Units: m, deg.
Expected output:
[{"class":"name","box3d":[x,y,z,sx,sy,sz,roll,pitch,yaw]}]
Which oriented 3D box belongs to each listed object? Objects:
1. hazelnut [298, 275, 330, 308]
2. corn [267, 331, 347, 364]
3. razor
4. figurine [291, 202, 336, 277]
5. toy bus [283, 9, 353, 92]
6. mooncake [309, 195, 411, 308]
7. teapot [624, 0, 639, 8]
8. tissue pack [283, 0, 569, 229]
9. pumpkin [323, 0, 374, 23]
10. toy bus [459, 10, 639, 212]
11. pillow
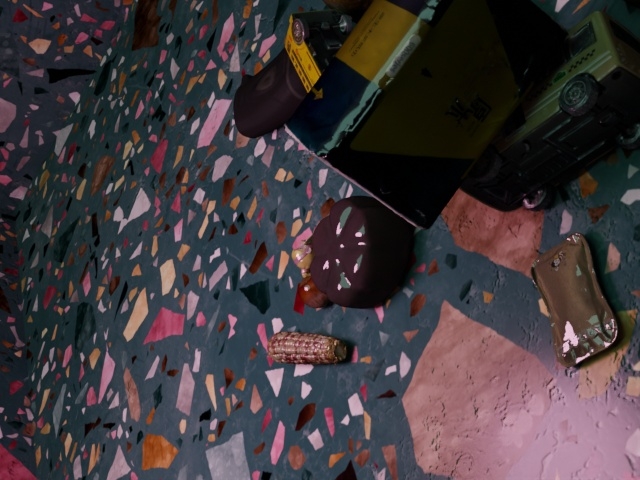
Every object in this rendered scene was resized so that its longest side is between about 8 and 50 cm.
[{"class":"hazelnut","box3d":[-0.008,0.115,2.125,0.086,0.086,0.086,-28,53,45]},{"class":"corn","box3d":[-0.030,0.240,2.087,0.237,0.079,0.080,-8,68,52]},{"class":"razor","box3d":[-0.097,-0.408,2.455,0.349,0.113,0.205,-30,50,46]},{"class":"figurine","box3d":[0.000,0.000,2.180,0.187,0.083,0.083,-57,35,-1]},{"class":"toy bus","box3d":[0.035,-0.387,2.193,0.330,0.144,0.152,65,151,26]},{"class":"mooncake","box3d":[0.081,0.023,1.995,0.245,0.133,0.245,-20,65,53]},{"class":"teapot","box3d":[0.527,-0.504,1.575,0.267,0.175,0.186,18,88,56]},{"class":"tissue pack","box3d":[0.172,-0.271,1.580,0.417,0.264,0.253,-54,26,7]},{"class":"pumpkin","box3d":[0.125,-0.686,2.263,0.317,0.139,0.222,-63,32,8]},{"class":"toy bus","box3d":[0.399,-0.211,1.620,0.365,0.176,0.202,-37,44,36]},{"class":"pillow","box3d":[0.422,0.096,1.560,0.130,0.033,0.218,-39,45,39]}]
